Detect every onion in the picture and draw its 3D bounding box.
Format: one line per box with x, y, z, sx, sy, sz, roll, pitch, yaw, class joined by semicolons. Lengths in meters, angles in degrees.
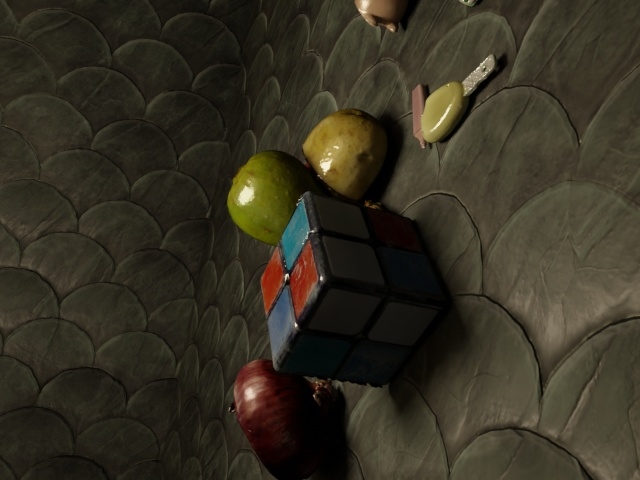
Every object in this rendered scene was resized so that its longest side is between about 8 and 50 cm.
-0.077;0.466;1.736;0.285;0.348;0.348;-31;32;0;onion

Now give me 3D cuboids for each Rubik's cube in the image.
0.062;0.119;1.517;0.318;0.316;0.313;-60;28;33;Rubik's cube

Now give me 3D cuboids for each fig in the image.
-0.099;-0.100;1.784;0.258;0.326;0.258;-56;-6;-9;fig

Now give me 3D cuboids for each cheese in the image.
0.322;-0.339;1.485;0.255;0.050;0.127;-45;38;49;cheese

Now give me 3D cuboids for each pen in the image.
0.259;-0.314;1.636;0.053;0.032;0.197;-42;39;52;pen

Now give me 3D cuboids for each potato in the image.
0.083;-0.261;1.802;0.285;0.242;0.243;-98;29;-56;potato

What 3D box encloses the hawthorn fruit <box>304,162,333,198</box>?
-0.007;-0.166;1.988;0.251;0.189;0.190;-104;32;-70;hawthorn fruit

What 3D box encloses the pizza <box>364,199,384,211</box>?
0.142;-0.041;1.697;0.161;0.062;0.182;91;-173;-60;pizza

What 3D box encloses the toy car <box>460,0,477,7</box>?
0.337;-0.656;1.573;0.090;0.076;0.224;-61;28;31;toy car

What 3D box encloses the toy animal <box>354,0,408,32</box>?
0.196;-0.759;1.803;0.256;0.195;0.213;-57;39;34;toy animal
